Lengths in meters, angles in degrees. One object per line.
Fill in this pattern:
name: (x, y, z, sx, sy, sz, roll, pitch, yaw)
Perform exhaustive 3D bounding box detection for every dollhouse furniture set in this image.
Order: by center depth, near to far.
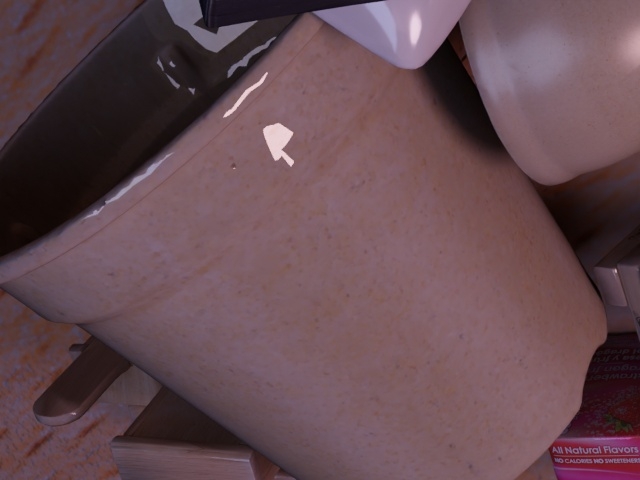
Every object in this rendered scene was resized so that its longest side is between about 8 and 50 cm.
dollhouse furniture set: (-0.041, 0.251, 1.069, 0.303, 0.174, 0.355, 1, 120, 27)

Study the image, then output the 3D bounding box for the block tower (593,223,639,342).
block tower: (0.317, 0.037, 0.725, 0.335, 0.091, 0.097, 5, 123, 50)

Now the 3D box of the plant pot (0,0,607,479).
plant pot: (0.000, 0.000, 0.818, 0.334, 0.334, 0.305, -24, 119, 37)

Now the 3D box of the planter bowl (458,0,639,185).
planter bowl: (0.152, -0.118, 0.697, 0.109, 0.162, 0.162, -12, 114, 29)

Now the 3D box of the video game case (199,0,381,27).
video game case: (0.042, -0.243, 0.604, 0.035, 0.248, 0.275, 114, 144, -72)

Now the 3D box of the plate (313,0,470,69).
plate: (0.005, -0.260, 0.653, 0.277, 0.278, 0.045, 34, 159, 5)

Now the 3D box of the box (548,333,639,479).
box: (0.289, 0.136, 0.853, 0.257, 0.122, 0.128, -6, 116, 31)
